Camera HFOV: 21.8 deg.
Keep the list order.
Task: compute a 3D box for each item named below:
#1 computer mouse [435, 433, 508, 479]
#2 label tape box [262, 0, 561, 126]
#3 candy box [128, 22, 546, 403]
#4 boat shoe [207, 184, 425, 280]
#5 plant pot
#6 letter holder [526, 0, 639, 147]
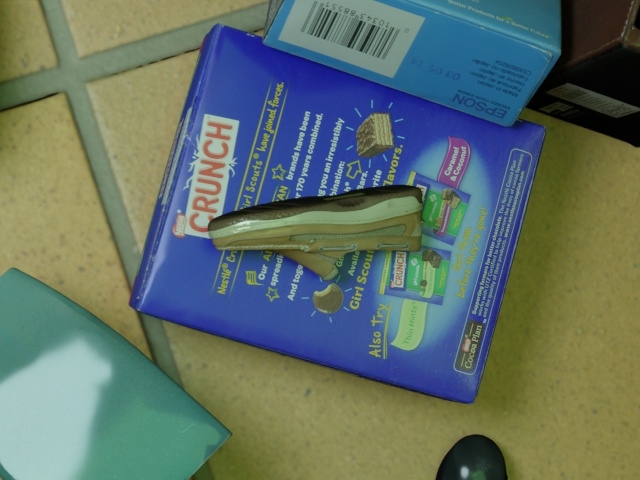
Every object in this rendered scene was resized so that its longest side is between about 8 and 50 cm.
[{"bbox_3d":[0.144,0.304,1.560,0.071,0.041,0.242,0,87,-13],"label":"computer mouse"},{"bbox_3d":[0.093,-0.282,1.529,0.241,0.106,0.333,18,46,-11],"label":"label tape box"},{"bbox_3d":[0.012,-0.021,1.509,0.317,0.122,0.268,17,84,-12],"label":"candy box"},{"bbox_3d":[0.000,0.000,1.412,0.190,0.068,0.072,-8,101,-12],"label":"boat shoe"},{"bbox_3d":[-0.219,0.145,1.432,0.166,0.165,0.234,-44,88,-11],"label":"plant pot"},{"bbox_3d":[0.306,-0.224,1.493,0.152,0.302,0.214,18,83,-11],"label":"letter holder"}]
